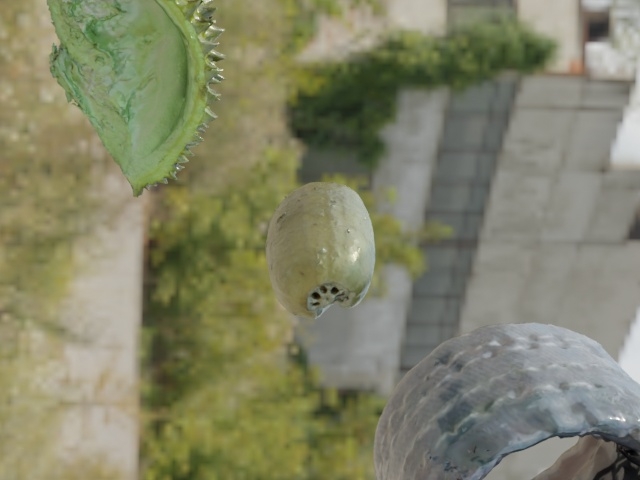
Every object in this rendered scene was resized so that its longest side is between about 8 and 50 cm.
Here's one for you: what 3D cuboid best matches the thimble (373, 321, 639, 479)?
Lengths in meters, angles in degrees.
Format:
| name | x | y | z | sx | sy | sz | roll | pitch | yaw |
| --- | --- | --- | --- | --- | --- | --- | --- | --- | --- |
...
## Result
| name | x | y | z | sx | sy | sz | roll | pitch | yaw |
| --- | --- | --- | --- | --- | --- | --- | --- | --- | --- |
| thimble | 0.171 | 0.190 | 1.511 | 0.172 | 0.236 | 0.205 | -124 | -153 | -63 |

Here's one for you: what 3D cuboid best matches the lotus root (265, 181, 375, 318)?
| name | x | y | z | sx | sy | sz | roll | pitch | yaw |
| --- | --- | --- | --- | --- | --- | --- | --- | --- | --- |
| lotus root | -0.001 | -0.001 | 1.494 | 0.183 | 0.090 | 0.077 | -86 | 157 | -62 |

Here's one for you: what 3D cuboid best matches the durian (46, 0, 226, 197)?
| name | x | y | z | sx | sy | sz | roll | pitch | yaw |
| --- | --- | --- | --- | --- | --- | --- | --- | --- | --- |
| durian | -0.108 | -0.121 | 1.022 | 0.086 | 0.100 | 0.215 | 55 | -12 | 55 |
